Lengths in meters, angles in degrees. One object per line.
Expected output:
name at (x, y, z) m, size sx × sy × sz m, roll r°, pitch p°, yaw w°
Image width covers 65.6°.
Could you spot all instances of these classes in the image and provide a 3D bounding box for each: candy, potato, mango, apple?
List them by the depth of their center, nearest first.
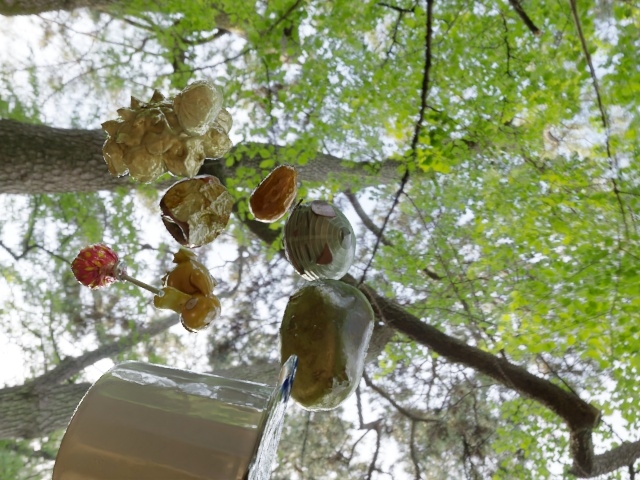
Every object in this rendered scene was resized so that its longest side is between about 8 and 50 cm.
potato at (0.012, 0.215, 1.074) m, size 0.173 × 0.210 × 0.307 m, roll -28°, pitch -144°, yaw 37°
apple at (-0.283, -0.071, 1.143) m, size 0.156 × 0.158 × 0.147 m, roll 54°, pitch -31°, yaw -16°
mango at (-0.114, -0.110, 1.195) m, size 0.159 × 0.084 × 0.105 m, roll -56°, pitch -133°, yaw 32°
candy at (-0.491, 0.088, 1.217) m, size 0.366 × 0.124 × 0.124 m, roll 14°, pitch -84°, yaw 41°

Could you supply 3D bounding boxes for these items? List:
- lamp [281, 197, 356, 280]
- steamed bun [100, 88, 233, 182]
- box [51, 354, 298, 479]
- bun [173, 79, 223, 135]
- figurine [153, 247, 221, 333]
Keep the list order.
lamp at (0.000, 0.000, 1.514) m, size 0.233 × 0.233 × 0.265 m, roll -12°, pitch -94°, yaw 37°
steamed bun at (-0.332, -0.246, 1.080) m, size 0.295 × 0.293 × 0.137 m, roll -126°, pitch -158°, yaw -50°
box at (-0.154, 0.227, 0.576) m, size 0.207 × 0.291 × 0.262 m, roll 13°, pitch -47°, yaw 3°
bun at (-0.239, -0.260, 0.949) m, size 0.115 × 0.069 × 0.115 m, roll -21°, pitch -122°, yaw 39°
figurine at (-0.392, 0.159, 1.510) m, size 0.215 × 0.215 × 0.228 m, roll -51°, pitch -158°, yaw 25°
